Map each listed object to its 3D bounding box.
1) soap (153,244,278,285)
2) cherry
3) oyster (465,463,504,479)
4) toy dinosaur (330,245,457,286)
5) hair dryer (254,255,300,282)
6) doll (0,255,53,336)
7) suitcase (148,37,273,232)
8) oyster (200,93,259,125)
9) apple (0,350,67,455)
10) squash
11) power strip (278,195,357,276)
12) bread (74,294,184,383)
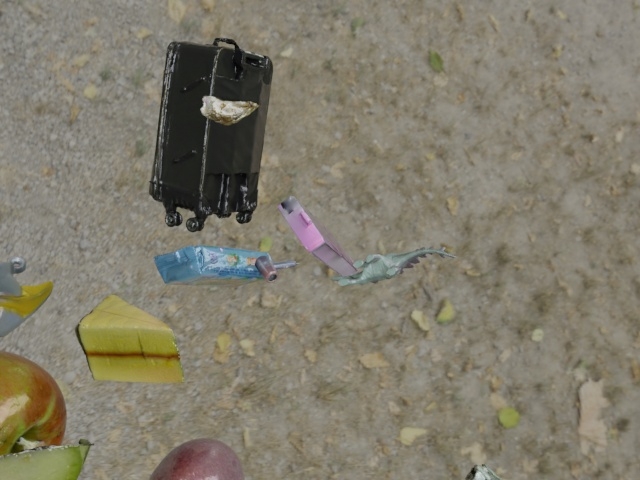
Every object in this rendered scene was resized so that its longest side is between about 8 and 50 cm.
[{"bbox_3d":[-0.249,0.068,1.774,0.293,0.156,0.077,7,72,-46],"label":"soap"},{"bbox_3d":[-0.269,0.554,1.557,0.239,0.239,0.206,-46,109,-32],"label":"cherry"},{"bbox_3d":[0.321,0.483,1.152,0.351,0.158,0.162,53,32,-19],"label":"oyster"},{"bbox_3d":[0.110,0.038,1.092,0.082,0.209,0.039,6,72,-59],"label":"toy dinosaur"},{"bbox_3d":[-0.096,0.065,1.734,0.114,0.037,0.063,-8,42,-34],"label":"hair dryer"},{"bbox_3d":[-0.558,0.121,1.106,0.145,0.103,0.316,6,40,16],"label":"doll"},{"bbox_3d":[-0.250,-0.252,1.680,0.283,0.194,0.434,-16,118,-64],"label":"suitcase"},{"bbox_3d":[-0.142,-0.202,1.124,0.093,0.034,0.051,6,51,-14],"label":"oyster"},{"bbox_3d":[-0.771,0.423,1.659,0.339,0.339,0.340,9,69,-26],"label":"apple"},{"bbox_3d":[-0.392,0.319,0.944,0.191,0.184,0.085,-4,74,-13],"label":"squash"},{"bbox_3d":[0.000,0.000,1.327,0.037,0.279,0.109,-37,69,4],"label":"power strip"},{"bbox_3d":[-0.424,0.237,1.726,0.163,0.264,0.168,-57,144,-61],"label":"bread"}]
